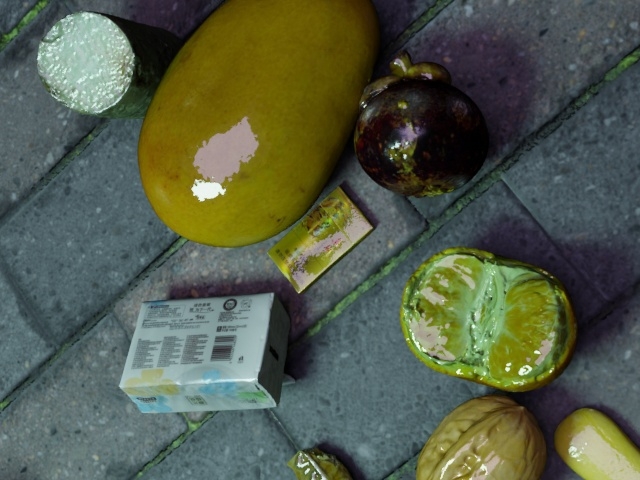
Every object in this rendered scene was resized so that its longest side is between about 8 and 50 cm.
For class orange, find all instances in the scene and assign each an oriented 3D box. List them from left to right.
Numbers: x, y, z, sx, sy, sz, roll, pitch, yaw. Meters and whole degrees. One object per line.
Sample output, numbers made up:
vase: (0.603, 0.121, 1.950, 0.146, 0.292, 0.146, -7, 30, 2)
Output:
orange: (0.236, 0.109, 1.363, 0.237, 0.158, 0.179, 12, 85, 23)

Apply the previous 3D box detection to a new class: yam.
yam: (-0.305, -0.263, 1.531, 0.161, 0.268, 0.161, 1, 94, 14)

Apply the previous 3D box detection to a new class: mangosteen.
mangosteen: (0.139, -0.169, 1.402, 0.192, 0.192, 0.217, -9, 74, 19)

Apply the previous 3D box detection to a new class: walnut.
walnut: (0.219, 0.305, 1.364, 0.159, 0.159, 0.206, 40, 105, 17)

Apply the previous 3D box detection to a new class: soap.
soap: (0.396, 0.305, 1.362, 0.089, 0.033, 0.168, -47, 74, 14)

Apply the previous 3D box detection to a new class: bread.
bread: (0.008, 0.355, 1.485, 0.066, 0.060, 0.110, -38, 73, -15)

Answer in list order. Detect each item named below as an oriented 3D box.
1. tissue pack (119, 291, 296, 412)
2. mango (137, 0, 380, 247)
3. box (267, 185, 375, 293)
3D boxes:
tissue pack: (-0.163, 0.184, 1.528, 0.229, 0.145, 0.159, -5, 53, 19)
mango: (-0.087, -0.197, 1.464, 0.300, 0.232, 0.445, 36, 93, 23)
box: (0.000, 0.000, 1.526, 0.156, 0.022, 0.089, -41, 76, 13)
